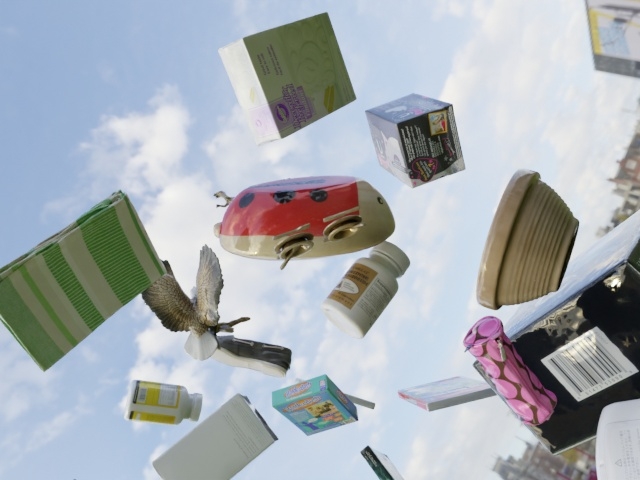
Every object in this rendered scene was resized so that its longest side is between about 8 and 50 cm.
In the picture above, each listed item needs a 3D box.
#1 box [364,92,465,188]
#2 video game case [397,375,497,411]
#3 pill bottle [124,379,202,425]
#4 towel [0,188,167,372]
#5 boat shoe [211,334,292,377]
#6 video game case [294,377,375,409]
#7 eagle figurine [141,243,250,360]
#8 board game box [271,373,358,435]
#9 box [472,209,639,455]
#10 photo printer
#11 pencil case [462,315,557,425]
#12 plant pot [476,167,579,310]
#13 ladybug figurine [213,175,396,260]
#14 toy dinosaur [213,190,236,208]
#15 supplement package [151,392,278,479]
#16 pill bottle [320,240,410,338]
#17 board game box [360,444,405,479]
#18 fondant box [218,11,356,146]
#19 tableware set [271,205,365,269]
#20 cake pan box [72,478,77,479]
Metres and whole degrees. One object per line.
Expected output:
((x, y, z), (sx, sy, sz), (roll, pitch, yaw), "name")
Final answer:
((0.218, -0.242, 1.328), (0.142, 0.247, 0.163), (-20, -67, -4), "box")
((0.344, 0.416, 1.527), (0.285, 0.204, 0.025), (128, 131, -78), "video game case")
((-0.404, 0.422, 1.438), (0.184, 0.103, 0.103), (13, -78, -17), "pill bottle")
((-0.479, 0.080, 1.125), (0.325, 0.038, 0.248), (-44, -42, -31), "towel")
((-0.258, 0.375, 1.892), (0.112, 0.335, 0.095), (98, -170, -52), "boat shoe")
((0.043, 0.509, 1.855), (0.206, 0.227, 0.026), (154, 136, -71), "video game case")
((-0.380, 0.184, 1.672), (0.226, 0.225, 0.298), (-44, -45, -28), "eagle figurine")
((-0.012, 0.444, 1.487), (0.047, 0.160, 0.210), (-98, -19, -44), "board game box")
((0.705, 0.192, 1.346), (0.472, 0.297, 0.480), (-28, -18, -45), "box")
((0.628, 0.387, 0.943), (0.107, 0.307, 0.256), (35, -133, -27), "photo printer")
((0.352, 0.243, 1.027), (0.095, 0.098, 0.209), (-42, -81, -19), "pencil case")
((0.343, 0.010, 0.895), (0.237, 0.109, 0.237), (-41, -39, -47), "plant pot")
((-0.041, -0.063, 1.366), (0.305, 0.449, 0.162), (-109, 14, -70), "ladybug figurine")
((-0.236, -0.100, 1.593), (0.053, 0.183, 0.092), (-64, -10, 28), "toy dinosaur")
((-0.175, 0.360, 0.954), (0.179, 0.105, 0.105), (-38, -13, -12), "supplement package")
((0.116, 0.115, 1.366), (0.229, 0.131, 0.131), (-50, -34, -19), "pill bottle")
((0.155, 0.521, 1.224), (0.026, 0.126, 0.186), (-40, -33, -3), "board game box")
((-0.067, -0.405, 1.376), (0.330, 0.096, 0.238), (-38, -66, -42), "fondant box")
((0.000, 0.000, 1.135), (0.194, 0.039, 0.128), (-20, -20, -7), "tableware set")
((-0.542, 0.705, 1.359), (0.267, 0.246, 0.070), (-51, 2, 45), "cake pan box")
